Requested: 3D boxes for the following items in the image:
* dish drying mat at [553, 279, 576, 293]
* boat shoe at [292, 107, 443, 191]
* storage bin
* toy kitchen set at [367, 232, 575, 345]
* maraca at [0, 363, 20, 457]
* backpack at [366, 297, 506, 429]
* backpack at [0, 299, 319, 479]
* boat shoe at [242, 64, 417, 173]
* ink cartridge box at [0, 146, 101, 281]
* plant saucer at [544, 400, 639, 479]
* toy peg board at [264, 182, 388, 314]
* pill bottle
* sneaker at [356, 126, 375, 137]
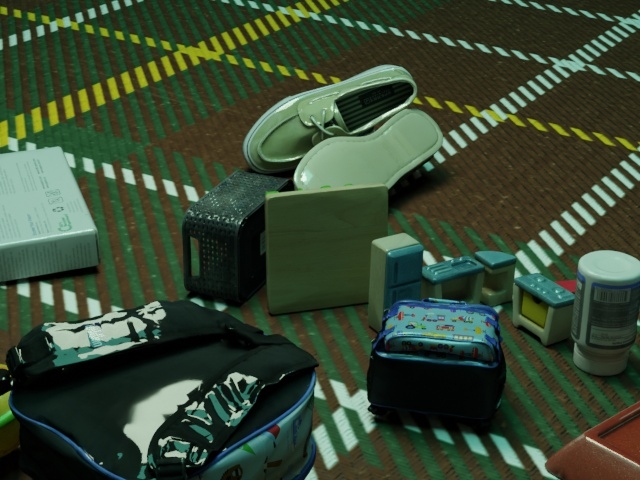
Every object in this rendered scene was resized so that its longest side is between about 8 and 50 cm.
[{"bbox_3d":[0.316,0.066,1.802,0.083,0.008,0.032,-5,27,-14],"label":"dish drying mat"},{"bbox_3d":[0.061,-0.108,2.059,0.324,0.097,0.116,-31,80,-44],"label":"boat shoe"},{"bbox_3d":[-0.107,-0.008,1.807,0.084,0.122,0.180,11,27,20],"label":"storage bin"},{"bbox_3d":[0.191,0.063,1.669,0.207,0.122,0.166,-14,29,-28],"label":"toy kitchen set"},{"bbox_3d":[-0.368,0.181,1.433,0.127,0.099,0.186,-30,16,-28],"label":"maraca"},{"bbox_3d":[0.138,0.125,1.546,0.158,0.116,0.173,6,23,9],"label":"backpack"},{"bbox_3d":[-0.132,0.189,1.294,0.263,0.213,0.276,-30,45,-35],"label":"backpack"},{"bbox_3d":[0.014,-0.199,2.136,0.302,0.109,0.094,-29,12,-4],"label":"boat shoe"},{"bbox_3d":[-0.504,-0.030,1.904,0.330,0.071,0.324,-10,28,-15],"label":"ink cartridge box"},{"bbox_3d":[0.417,0.230,1.415,0.258,0.047,0.259,-20,32,-37],"label":"plant saucer"},{"bbox_3d":[0.000,0.000,1.755,0.161,0.160,0.079,-6,21,-15],"label":"toy peg board"},{"bbox_3d":[0.342,0.088,1.604,0.078,0.137,0.078,1,26,0],"label":"pill bottle"},{"bbox_3d":[0.053,-0.186,2.244,0.065,0.076,0.166,6,26,12],"label":"sneaker"}]
